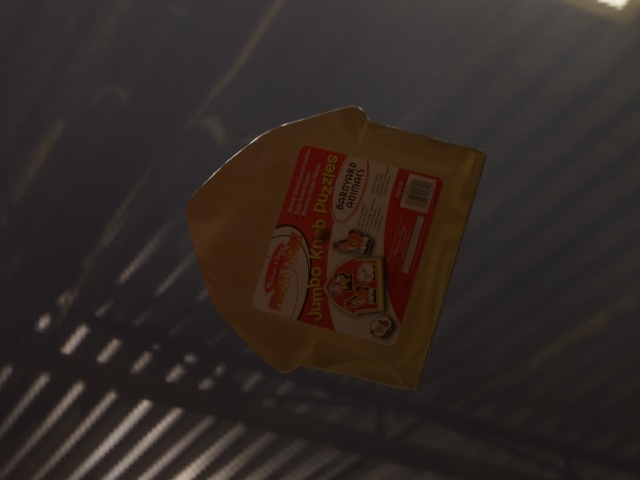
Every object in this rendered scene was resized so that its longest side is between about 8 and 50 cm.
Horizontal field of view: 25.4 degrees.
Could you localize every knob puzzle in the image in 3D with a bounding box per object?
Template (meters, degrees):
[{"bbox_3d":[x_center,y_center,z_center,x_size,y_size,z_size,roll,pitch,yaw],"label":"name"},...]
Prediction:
[{"bbox_3d":[0.000,0.000,0.989,0.213,0.213,0.030,-3,-13,11],"label":"knob puzzle"}]
